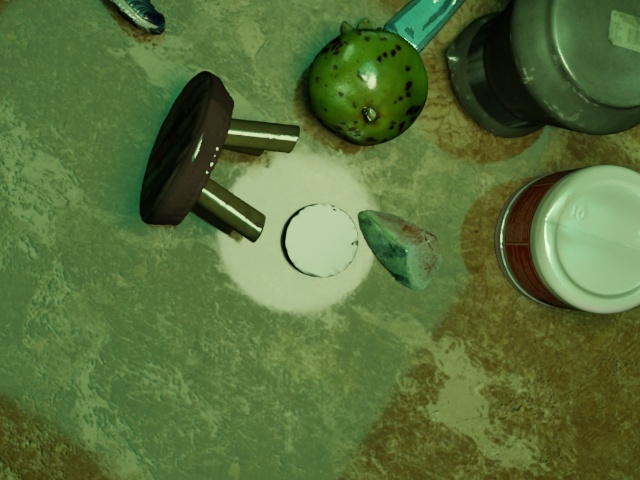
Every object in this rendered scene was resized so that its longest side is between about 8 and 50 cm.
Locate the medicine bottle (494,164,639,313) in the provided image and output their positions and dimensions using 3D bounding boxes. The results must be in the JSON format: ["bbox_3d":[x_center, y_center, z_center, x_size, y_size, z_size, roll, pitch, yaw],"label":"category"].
[{"bbox_3d":[0.461,-0.002,1.852,0.253,0.241,0.252,0,91,-9],"label":"medicine bottle"}]

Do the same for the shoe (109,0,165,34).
[{"bbox_3d":[-0.327,-0.446,1.808,0.106,0.091,0.207,-33,91,-2],"label":"shoe"}]

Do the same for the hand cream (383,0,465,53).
[{"bbox_3d":[0.219,-0.433,1.921,0.224,0.048,0.083,-44,95,0],"label":"hand cream"}]

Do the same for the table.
[{"bbox_3d":[0.000,0.000,1.880,0.134,0.043,0.133,0,90,-8],"label":"table"}]

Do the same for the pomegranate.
[{"bbox_3d":[0.081,-0.284,1.834,0.211,0.211,0.263,10,44,-8],"label":"pomegranate"}]

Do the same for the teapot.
[{"bbox_3d":[0.430,-0.308,1.792,0.376,0.362,0.305,11,84,-20],"label":"teapot"}]

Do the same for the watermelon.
[{"bbox_3d":[0.145,0.006,1.902,0.180,0.081,0.094,35,59,-12],"label":"watermelon"}]

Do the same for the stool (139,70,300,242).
[{"bbox_3d":[-0.175,-0.127,1.757,0.179,0.272,0.272,23,86,-22],"label":"stool"}]
